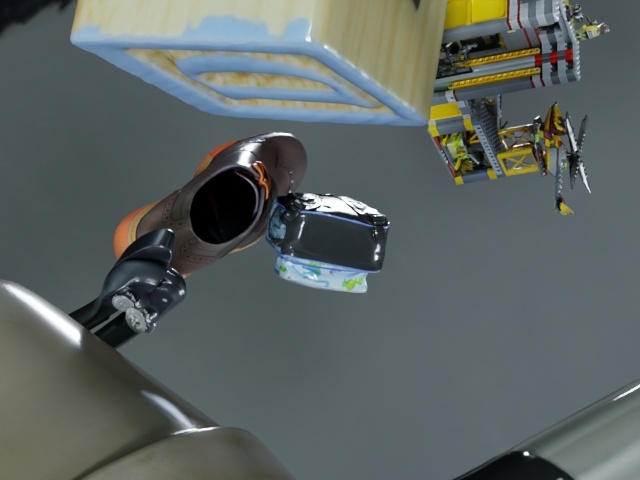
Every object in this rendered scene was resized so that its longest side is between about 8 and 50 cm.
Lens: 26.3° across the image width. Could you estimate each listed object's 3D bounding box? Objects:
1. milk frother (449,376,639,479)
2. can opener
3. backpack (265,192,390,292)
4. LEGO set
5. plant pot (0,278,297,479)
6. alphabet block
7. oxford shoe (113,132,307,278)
[{"bbox_3d":[0.081,0.122,0.434,0.135,0.143,0.129,-23,82,-25],"label":"milk frother"},{"bbox_3d":[-0.167,0.062,1.089,0.059,0.186,0.073,42,39,-10],"label":"can opener"},{"bbox_3d":[0.000,0.000,1.263,0.105,0.084,0.114,9,11,-15],"label":"backpack"},{"bbox_3d":[0.191,-0.204,1.332,0.331,0.192,0.255,62,28,-43],"label":"LEGO set"},{"bbox_3d":[-0.211,0.188,0.993,0.280,0.323,0.323,48,15,25],"label":"plant pot"},{"bbox_3d":[-0.027,-0.198,0.927,0.193,0.192,0.197,24,73,-64],"label":"alphabet block"},{"bbox_3d":[-0.072,-0.038,1.266,0.097,0.098,0.271,59,39,-10],"label":"oxford shoe"}]
